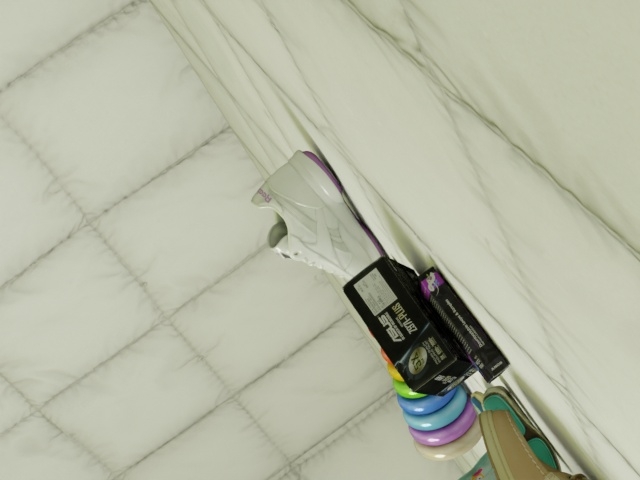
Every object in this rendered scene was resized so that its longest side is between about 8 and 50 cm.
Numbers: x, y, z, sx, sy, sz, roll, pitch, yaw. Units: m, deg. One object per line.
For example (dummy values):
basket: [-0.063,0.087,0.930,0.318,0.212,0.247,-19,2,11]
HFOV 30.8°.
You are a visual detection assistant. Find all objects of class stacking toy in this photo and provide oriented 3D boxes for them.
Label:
stacking toy: [0.173,0.235,2.090,0.330,0.141,0.141,61,174,-24]

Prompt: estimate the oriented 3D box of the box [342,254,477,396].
box: [0.128,0.121,1.616,0.180,0.077,0.147,55,-167,20]

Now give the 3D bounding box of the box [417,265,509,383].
box: [0.185,0.113,1.525,0.162,0.029,0.116,55,177,11]

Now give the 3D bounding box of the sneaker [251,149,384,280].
sneaker: [0.000,0.000,1.890,0.305,0.152,0.114,55,174,-26]

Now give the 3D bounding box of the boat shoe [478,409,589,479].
boat shoe: [0.312,0.348,1.454,0.341,0.110,0.121,61,-175,25]

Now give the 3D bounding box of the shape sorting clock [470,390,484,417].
shape sorting clock: [0.301,0.316,1.791,0.206,0.040,0.206,56,174,10]

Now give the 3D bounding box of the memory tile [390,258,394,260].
memory tile: [0.157,0.092,1.819,0.113,0.012,0.148,57,176,-32]

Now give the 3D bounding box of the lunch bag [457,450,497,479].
lunch bag: [0.355,0.496,1.898,0.262,0.160,0.223,30,155,53]

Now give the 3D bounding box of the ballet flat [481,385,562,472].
ballet flat: [0.287,0.272,1.620,0.168,0.057,0.052,58,-156,2]
